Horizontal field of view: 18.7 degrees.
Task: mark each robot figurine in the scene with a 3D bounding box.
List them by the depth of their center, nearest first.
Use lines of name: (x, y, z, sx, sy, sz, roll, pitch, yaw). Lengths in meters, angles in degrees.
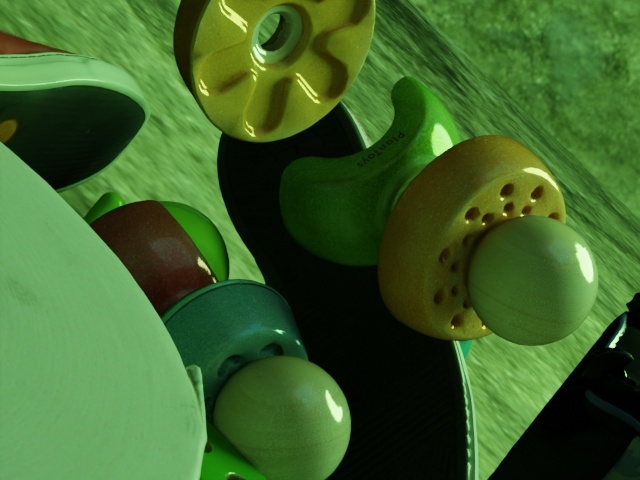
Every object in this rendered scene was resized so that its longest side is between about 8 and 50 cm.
robot figurine: (-0.082, 0.019, 1.007, 0.101, 0.067, 0.115, 42, 14, -11)

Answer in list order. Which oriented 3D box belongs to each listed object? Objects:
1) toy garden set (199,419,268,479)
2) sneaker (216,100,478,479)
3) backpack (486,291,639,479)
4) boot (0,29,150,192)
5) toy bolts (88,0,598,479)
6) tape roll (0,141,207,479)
toy garden set: (-0.146, 0.071, 0.732, 0.204, 0.049, 0.244, 42, 19, 26)
sneaker: (0.034, 0.073, 1.066, 0.178, 0.124, 0.295, 47, 25, -57)
backpack: (0.085, 0.081, 0.416, 0.114, 0.084, 0.105, 38, 14, 7)
boot: (-0.207, -0.109, 1.029, 0.176, 0.088, 0.244, 46, 19, 22)
toy bolts: (0.000, 0.000, 0.865, 0.158, 0.228, 0.218, 37, -18, 44)
tape roll: (-0.217, 0.004, 0.585, 0.392, 0.072, 0.392, 30, 17, -10)
